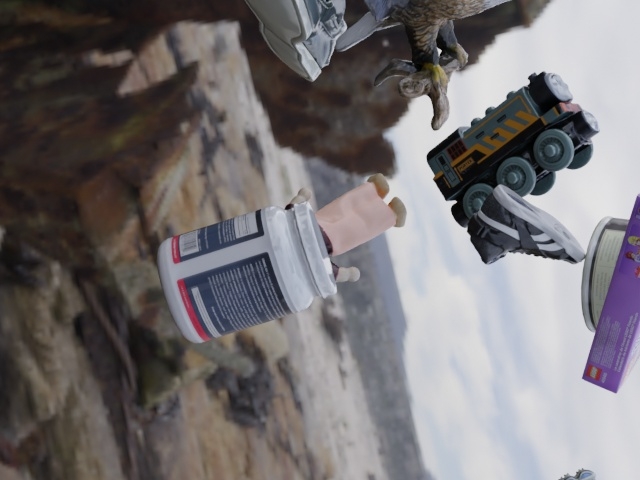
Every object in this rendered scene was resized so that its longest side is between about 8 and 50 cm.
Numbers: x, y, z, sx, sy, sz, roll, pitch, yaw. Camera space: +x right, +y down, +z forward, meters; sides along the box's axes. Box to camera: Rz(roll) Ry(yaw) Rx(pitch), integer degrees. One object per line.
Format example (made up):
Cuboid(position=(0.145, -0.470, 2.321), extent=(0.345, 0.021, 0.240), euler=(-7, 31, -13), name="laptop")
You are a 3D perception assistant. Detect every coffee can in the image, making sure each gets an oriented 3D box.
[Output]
Cuboid(position=(0.591, 0.073, 2.067), extent=(0.201, 0.275, 0.201), euler=(-21, 115, -57), name="coffee can")

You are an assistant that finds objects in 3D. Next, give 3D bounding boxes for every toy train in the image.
Cuboid(position=(0.352, -0.165, 2.341), extent=(0.142, 0.334, 0.190), euler=(-10, 66, -56), name="toy train")

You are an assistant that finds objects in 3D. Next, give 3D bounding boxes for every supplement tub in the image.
Cuboid(position=(-0.126, 0.052, 2.166), extent=(0.191, 0.272, 0.191), euler=(-17, 90, -86), name="supplement tub")

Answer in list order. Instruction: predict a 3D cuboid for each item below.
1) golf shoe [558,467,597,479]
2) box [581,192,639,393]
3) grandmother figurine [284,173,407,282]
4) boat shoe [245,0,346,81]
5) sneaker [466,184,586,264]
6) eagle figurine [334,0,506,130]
Cuboid(position=(0.354, 0.419, 1.915), extent=(0.086, 0.176, 0.069), euler=(62, 2, 42), name="golf shoe")
Cuboid(position=(0.452, 0.041, 1.745), extent=(0.201, 0.057, 0.293), euler=(-36, 142, -52), name="box")
Cuboid(position=(0.000, 0.000, 2.399), extent=(0.208, 0.342, 0.104), euler=(52, -25, 26), name="grandmother figurine")
Cuboid(position=(-0.025, -0.298, 1.558), extent=(0.116, 0.099, 0.319), euler=(40, -6, 13), name="boat shoe")
Cuboid(position=(0.322, 0.003, 2.052), extent=(0.217, 0.121, 0.079), euler=(32, 23, -29), name="sneaker")
Cuboid(position=(0.145, -0.316, 1.457), extent=(0.226, 0.225, 0.298), euler=(47, -34, 49), name="eagle figurine")
